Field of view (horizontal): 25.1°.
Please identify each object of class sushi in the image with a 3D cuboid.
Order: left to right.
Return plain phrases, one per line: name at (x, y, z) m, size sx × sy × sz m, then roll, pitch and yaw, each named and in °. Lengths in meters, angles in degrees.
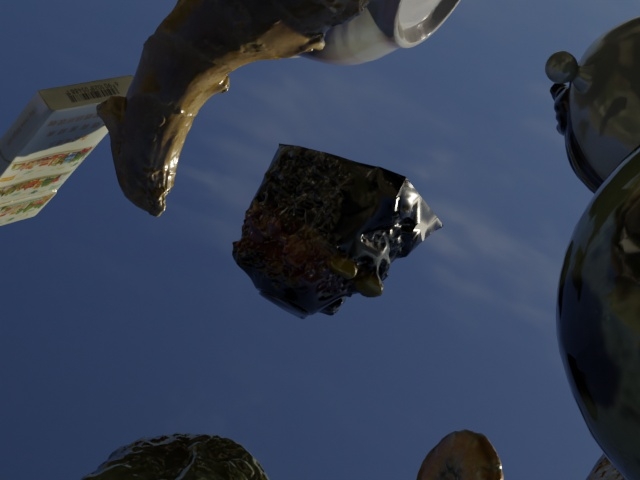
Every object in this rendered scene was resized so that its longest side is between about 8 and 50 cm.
sushi at (0.000, 0.000, 1.435) m, size 0.172 × 0.150 × 0.153 m, roll 23°, pitch 171°, yaw 25°

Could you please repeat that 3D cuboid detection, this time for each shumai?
shumai at (-0.168, 0.267, 1.340) m, size 0.222 × 0.203 × 0.272 m, roll 23°, pitch -121°, yaw 23°

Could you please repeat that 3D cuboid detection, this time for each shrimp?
shrimp at (0.160, 0.311, 1.682) m, size 0.052 × 0.187 × 0.132 m, roll 12°, pitch -172°, yaw -30°

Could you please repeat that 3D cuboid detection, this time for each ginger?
ginger at (-0.073, -0.138, 1.082) m, size 0.131 × 0.294 × 0.086 m, roll 28°, pitch -147°, yaw -14°

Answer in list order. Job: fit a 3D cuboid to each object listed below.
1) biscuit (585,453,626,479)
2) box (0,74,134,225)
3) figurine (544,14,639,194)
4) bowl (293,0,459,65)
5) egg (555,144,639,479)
biscuit at (0.381, 0.232, 1.674) m, size 0.029 × 0.118 × 0.247 m, roll 53°, pitch -131°, yaw -9°
box at (-0.274, -0.079, 1.386) m, size 0.122 × 0.220 × 0.032 m, roll -21°, pitch -106°, yaw -50°
figurine at (0.368, -0.094, 1.214) m, size 0.370 × 0.167 × 0.281 m, roll 9°, pitch -117°, yaw 5°
bowl at (0.055, -0.274, 1.291) m, size 0.144 × 0.287 × 0.287 m, roll 35°, pitch -149°, yaw 18°
egg at (0.319, 0.048, 0.838) m, size 0.379 × 0.287 × 0.287 m, roll -2°, pitch -143°, yaw -26°
